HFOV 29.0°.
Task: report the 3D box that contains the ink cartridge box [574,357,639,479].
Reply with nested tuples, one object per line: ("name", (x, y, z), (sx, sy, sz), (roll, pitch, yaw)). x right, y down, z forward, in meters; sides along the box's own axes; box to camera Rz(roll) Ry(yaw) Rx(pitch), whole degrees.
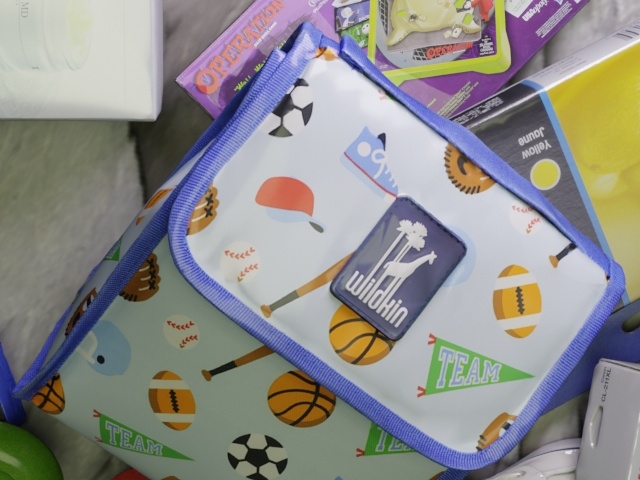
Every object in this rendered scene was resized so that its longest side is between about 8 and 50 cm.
("ink cartridge box", (0.336, 0.186, 1.148), (0.175, 0.072, 0.127), (9, 91, -25))

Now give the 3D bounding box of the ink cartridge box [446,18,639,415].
("ink cartridge box", (0.277, -0.024, 1.112), (0.304, 0.072, 0.307), (-28, 107, -5))

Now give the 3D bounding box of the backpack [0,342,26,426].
("backpack", (-0.332, 0.143, 1.097), (0.120, 0.101, 0.098), (-18, 99, 2))

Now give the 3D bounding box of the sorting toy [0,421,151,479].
("sorting toy", (-0.257, 0.237, 1.016), (0.365, 0.126, 0.127), (16, 108, -10))

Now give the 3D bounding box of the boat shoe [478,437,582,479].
("boat shoe", (0.181, 0.259, 1.169), (0.267, 0.088, 0.096), (-11, 99, -4))

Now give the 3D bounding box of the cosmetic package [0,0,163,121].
("cosmetic package", (-0.245, -0.214, 1.029), (0.225, 0.138, 0.224), (-1, 100, -6))

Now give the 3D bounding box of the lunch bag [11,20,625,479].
("lunch bag", (-0.003, 0.057, 0.987), (0.328, 0.239, 0.385), (37, 120, -12))

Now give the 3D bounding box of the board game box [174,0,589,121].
("board game box", (0.065, -0.188, 1.095), (0.347, 0.056, 0.208), (-44, 104, -2))
